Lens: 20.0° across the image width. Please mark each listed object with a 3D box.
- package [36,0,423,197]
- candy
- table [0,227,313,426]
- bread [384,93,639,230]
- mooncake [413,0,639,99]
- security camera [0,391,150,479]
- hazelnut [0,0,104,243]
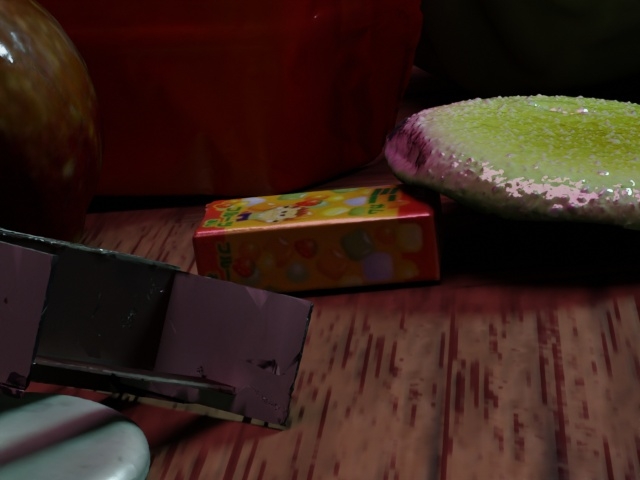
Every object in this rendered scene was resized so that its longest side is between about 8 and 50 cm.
[{"bbox_3d":[-0.152,-0.131,1.118,0.423,0.196,0.123,2,23,10],"label":"package"},{"bbox_3d":[0.000,0.000,0.913,0.122,0.038,0.062,-5,16,7],"label":"candy"},{"bbox_3d":[-0.118,0.029,0.733,0.175,0.062,0.146,11,-2,39],"label":"table"},{"bbox_3d":[0.146,-0.045,0.939,0.228,0.033,0.228,3,15,-1],"label":"bread"},{"bbox_3d":[0.132,-0.257,1.204,0.187,0.351,0.351,-20,20,-34],"label":"mooncake"},{"bbox_3d":[-0.168,0.092,0.623,0.157,0.080,0.301,-2,14,19],"label":"security camera"},{"bbox_3d":[-0.224,-0.073,0.972,0.234,0.218,0.218,0,18,31],"label":"hazelnut"}]
